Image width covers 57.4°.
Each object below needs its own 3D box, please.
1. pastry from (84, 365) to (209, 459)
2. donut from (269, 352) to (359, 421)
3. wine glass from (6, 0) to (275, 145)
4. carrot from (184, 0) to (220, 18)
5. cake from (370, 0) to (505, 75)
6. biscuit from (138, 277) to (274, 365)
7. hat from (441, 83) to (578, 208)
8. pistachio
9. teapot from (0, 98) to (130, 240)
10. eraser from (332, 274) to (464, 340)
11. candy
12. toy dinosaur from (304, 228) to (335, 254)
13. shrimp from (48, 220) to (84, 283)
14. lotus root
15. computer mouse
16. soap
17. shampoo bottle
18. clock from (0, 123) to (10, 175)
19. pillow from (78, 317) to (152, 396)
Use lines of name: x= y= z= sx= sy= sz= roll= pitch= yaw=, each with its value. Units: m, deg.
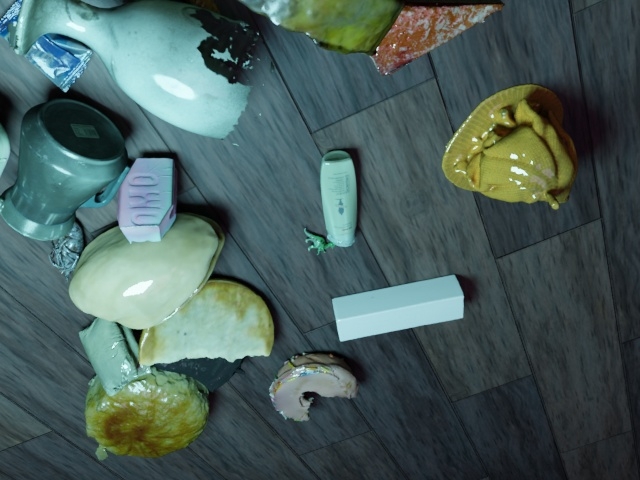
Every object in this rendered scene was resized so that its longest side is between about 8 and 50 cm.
pastry: x=-0.437 y=0.417 z=1.457 sx=0.329 sy=0.136 sz=0.330 roll=-3 pitch=129 yaw=-4
donut: x=-0.027 y=0.369 z=1.511 sx=0.232 sy=0.085 sz=0.199 roll=-27 pitch=128 yaw=14
wine glass: x=-0.259 y=-0.287 z=0.875 sx=0.356 sy=0.191 sz=0.191 roll=18 pitch=124 yaw=-21
carrot: x=-0.228 y=-0.412 z=0.874 sx=0.057 sy=0.057 sz=0.224 roll=-31 pitch=132 yaw=17
cake: x=0.165 y=-0.372 z=0.933 sx=0.220 sy=0.086 sz=0.117 roll=-28 pitch=130 yaw=15
biscuit: x=-0.245 y=0.179 z=1.305 sx=0.308 sy=0.040 sz=0.205 roll=1 pitch=107 yaw=-27
hat: x=0.374 y=-0.125 z=1.072 sx=0.244 sy=0.233 sz=0.234 roll=-12 pitch=129 yaw=0
pistachio: x=-0.337 y=0.053 z=1.151 sx=0.317 sy=0.193 sz=0.214 roll=-30 pitch=87 yaw=1
teapot: x=-0.441 y=-0.116 z=1.021 sx=0.203 sy=0.171 sz=0.225 roll=0 pitch=144 yaw=-48
eraser: x=0.182 y=0.159 z=1.376 sx=0.297 sy=0.076 sz=0.078 roll=-11 pitch=131 yaw=1
candy: x=-0.433 y=-0.311 z=0.923 sx=0.088 sy=0.038 sz=0.136 roll=-39 pitch=117 yaw=15
toy dinosaur: x=0.000 y=0.000 z=1.256 sx=0.062 sy=0.021 sz=0.083 roll=-16 pitch=134 yaw=-5
shrimp: x=-0.514 y=0.025 z=1.178 sx=0.065 sy=0.057 sz=0.165 roll=3 pitch=120 yaw=-31
lotus root: x=-0.060 y=-0.384 z=0.737 sx=0.390 sy=0.375 sz=0.111 roll=41 pitch=119 yaw=8
computer mouse: x=-0.287 y=0.256 z=1.380 sx=0.264 sy=0.088 sz=0.147 roll=37 pitch=91 yaw=-29
soap: x=-0.316 y=-0.072 z=1.066 sx=0.100 sy=0.149 sz=0.056 roll=0 pitch=161 yaw=-6
shampoo bottle: x=0.040 y=-0.080 z=1.177 sx=0.072 sy=0.049 sz=0.213 roll=-12 pitch=130 yaw=-4
clock: x=-0.598 y=-0.172 z=0.951 sx=0.191 sy=0.062 sz=0.151 roll=47 pitch=123 yaw=4
pillow: x=-0.465 y=0.243 z=1.301 sx=0.134 sy=0.182 sz=0.077 roll=-34 pitch=167 yaw=28
